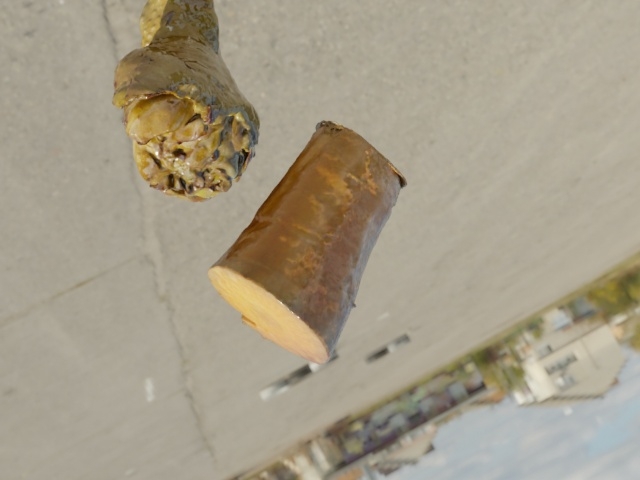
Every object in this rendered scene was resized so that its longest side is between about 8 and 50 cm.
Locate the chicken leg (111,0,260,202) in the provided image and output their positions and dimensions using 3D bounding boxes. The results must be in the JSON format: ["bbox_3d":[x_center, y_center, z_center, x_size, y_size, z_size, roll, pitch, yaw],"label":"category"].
[{"bbox_3d":[-0.199,-0.249,1.493,0.181,0.410,0.295,-1,-173,18],"label":"chicken leg"}]

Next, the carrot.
[{"bbox_3d":[0.000,0.000,1.368,0.254,0.196,0.196,-55,178,-17],"label":"carrot"}]
